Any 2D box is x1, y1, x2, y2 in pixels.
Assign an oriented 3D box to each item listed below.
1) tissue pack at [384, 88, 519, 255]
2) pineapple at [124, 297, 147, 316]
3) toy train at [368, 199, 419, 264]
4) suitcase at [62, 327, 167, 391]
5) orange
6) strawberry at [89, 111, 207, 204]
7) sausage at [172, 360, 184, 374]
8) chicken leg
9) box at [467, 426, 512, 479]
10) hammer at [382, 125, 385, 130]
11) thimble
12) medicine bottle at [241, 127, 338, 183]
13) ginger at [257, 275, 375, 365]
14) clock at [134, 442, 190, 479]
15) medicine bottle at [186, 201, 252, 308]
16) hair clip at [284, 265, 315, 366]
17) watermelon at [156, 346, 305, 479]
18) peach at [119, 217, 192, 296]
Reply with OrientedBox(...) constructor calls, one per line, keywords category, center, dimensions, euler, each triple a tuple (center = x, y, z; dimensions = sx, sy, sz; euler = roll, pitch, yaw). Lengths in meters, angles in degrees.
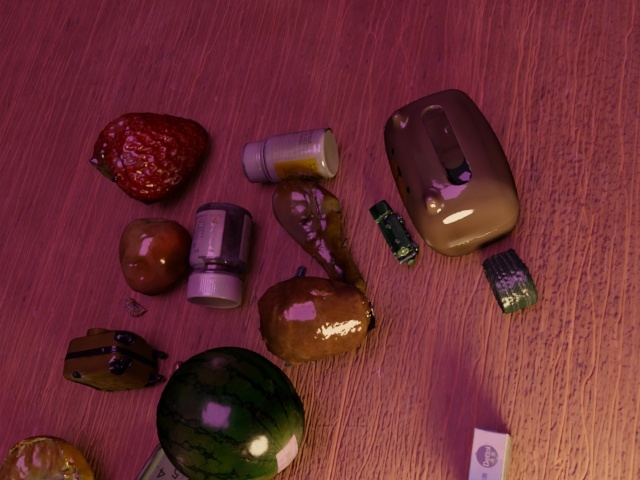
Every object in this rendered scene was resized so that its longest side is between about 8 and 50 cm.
OrientedBox(category="tissue pack", center=(0.314, -0.173, 1.470), dimensions=(0.267, 0.277, 0.387), euler=(-21, 66, 11))
OrientedBox(category="pineapple", center=(-0.570, 0.208, 1.832), dimensions=(0.083, 0.019, 0.045), euler=(34, 83, 26))
OrientedBox(category="toy train", center=(0.193, -0.017, 1.554), dimensions=(0.071, 0.111, 0.170), euler=(-32, 62, 14))
OrientedBox(category="suitcase", center=(-0.580, 0.334, 1.694), dimensions=(0.235, 0.194, 0.143), euler=(-10, 60, 18))
OrientedBox(category="orange", center=(-0.724, 0.696, 1.619), dimensions=(0.262, 0.196, 0.334), euler=(-42, 56, 20))
OrientedBox(category="strawberry", center=(-0.528, -0.278, 1.852), dimensions=(0.292, 0.292, 0.310), euler=(39, 95, 29))
OrientedBox(category="sausage", center=(-0.392, 0.429, 1.665), dimensions=(0.043, 0.043, 0.186), euler=(-10, 68, 19))
OrientedBox(category="chicken leg", center=(0.000, 0.000, 1.621), dimensions=(0.201, 0.153, 0.429), euler=(-37, 69, 20))
OrientedBox(category="box", center=(0.357, 0.505, 1.278), dimensions=(0.073, 0.139, 0.194), euler=(6, 73, 24))
OrientedBox(category="hammer", center=(0.213, -0.284, 1.695), dimensions=(0.035, 0.019, 0.110), euler=(-30, 65, 10))
OrientedBox(category="thimble", center=(0.442, 0.098, 1.406), dimensions=(0.090, 0.118, 0.135), euler=(-24, 48, 8))
OrientedBox(category="medicine bottle", center=(-0.087, -0.238, 1.730), dimensions=(0.258, 0.143, 0.143), euler=(-3, 70, 21))
OrientedBox(category="ginger", center=(-0.029, 0.191, 1.448), dimensions=(0.223, 0.200, 0.269), euler=(-37, 29, -29))
OrientedBox(category="clock", center=(-0.386, 0.703, 1.559), dimensions=(0.273, 0.049, 0.279), euler=(29, 84, 29))
OrientedBox(category="medicine bottle", center=(-0.286, 0.043, 1.694), dimensions=(0.165, 0.165, 0.273), euler=(-2, 70, 22))
OrientedBox(category="hair clip", center=(-0.063, 0.198, 1.616), dimensions=(0.083, 0.048, 0.275), euler=(-14, 66, 22))
OrientedBox(category="watermelon", center=(-0.217, 0.419, 1.433), dimensions=(0.363, 0.363, 0.363), euler=(-7, 69, 20))
OrientedBox(category="peach", center=(-0.493, 0.049, 1.770), dimensions=(0.214, 0.214, 0.235), euler=(16, 95, 26))
